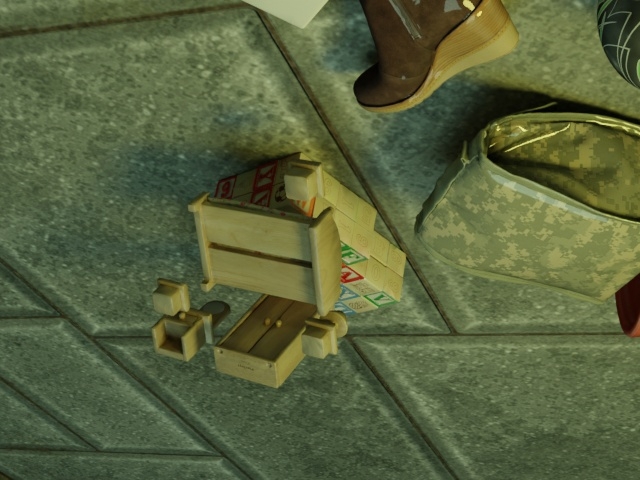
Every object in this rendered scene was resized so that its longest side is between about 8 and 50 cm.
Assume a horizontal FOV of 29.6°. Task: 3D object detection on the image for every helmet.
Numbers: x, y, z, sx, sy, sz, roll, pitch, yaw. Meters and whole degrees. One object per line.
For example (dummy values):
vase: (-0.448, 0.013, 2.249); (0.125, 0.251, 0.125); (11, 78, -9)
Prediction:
helmet: (0.355, -0.221, 1.201); (0.161, 0.169, 0.169); (-4, 150, 4)

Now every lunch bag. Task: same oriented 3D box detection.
lunch bag: (0.280, -0.052, 1.522); (0.287, 0.169, 0.235); (12, 152, -12)

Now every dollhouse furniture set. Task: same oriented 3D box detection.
dollhouse furniture set: (-0.092, 0.003, 1.704); (0.303, 0.174, 0.355); (12, 124, 25)

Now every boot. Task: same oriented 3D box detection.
boot: (0.077, -0.255, 1.347); (0.207, 0.090, 0.248); (42, 142, -24)

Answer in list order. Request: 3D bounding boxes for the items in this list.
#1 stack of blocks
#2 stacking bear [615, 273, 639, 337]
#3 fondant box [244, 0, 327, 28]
stack of blocks: (0.000, 0.000, 1.796); (0.171, 0.087, 0.297); (-16, 141, 39)
stacking bear: (0.569, 0.070, 1.663); (0.289, 0.164, 0.175); (6, 151, -1)
fondant box: (-0.098, -0.347, 1.072); (0.330, 0.096, 0.238); (22, 150, -19)
